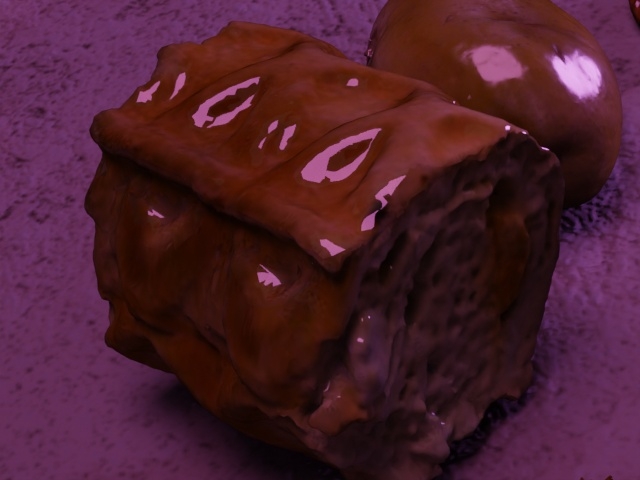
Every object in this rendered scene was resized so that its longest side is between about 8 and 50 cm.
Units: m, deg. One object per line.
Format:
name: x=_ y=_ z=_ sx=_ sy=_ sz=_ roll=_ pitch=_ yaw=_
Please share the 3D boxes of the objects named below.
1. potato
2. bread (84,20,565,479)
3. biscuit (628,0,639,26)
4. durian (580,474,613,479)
potato: x=0.111 y=-0.099 z=1.257 sx=0.155 sy=0.137 sz=0.200 roll=-18 pitch=35 yaw=0
bread: x=-0.004 y=0.004 z=1.128 sx=0.196 sy=0.238 sz=0.252 roll=-2 pitch=13 yaw=-43
biscuit: x=0.312 y=-0.189 z=1.377 sx=0.188 sy=0.027 sz=0.188 roll=-12 pitch=36 yaw=9
durian: x=0.137 y=0.188 z=0.866 sx=0.137 sy=0.158 sz=0.168 roll=-7 pitch=34 yaw=-9
